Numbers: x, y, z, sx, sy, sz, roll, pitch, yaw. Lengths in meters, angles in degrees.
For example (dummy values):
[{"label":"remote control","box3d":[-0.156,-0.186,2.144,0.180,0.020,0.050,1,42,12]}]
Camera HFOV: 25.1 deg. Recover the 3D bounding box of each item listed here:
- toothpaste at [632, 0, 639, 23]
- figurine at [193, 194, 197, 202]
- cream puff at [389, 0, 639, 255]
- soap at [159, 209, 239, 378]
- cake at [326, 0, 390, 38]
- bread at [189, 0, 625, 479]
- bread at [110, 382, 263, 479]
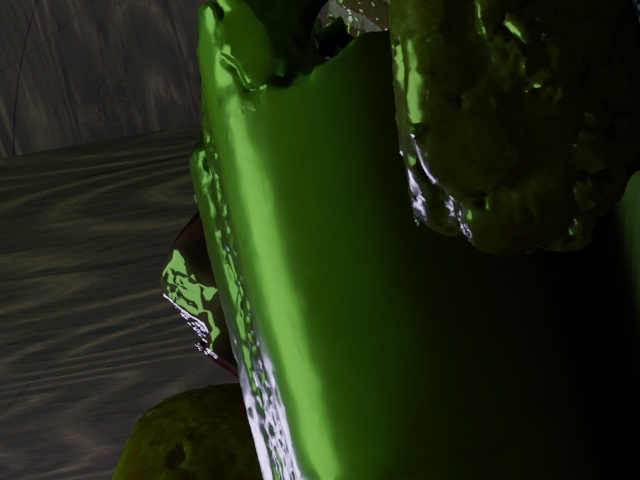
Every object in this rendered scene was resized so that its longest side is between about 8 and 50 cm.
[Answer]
[{"label":"toothpaste","box3d":[0.111,-0.072,0.428,0.067,0.042,0.195,154,101,-89]},{"label":"figurine","box3d":[0.045,-0.037,1.084,0.141,0.250,0.166,61,179,-4]},{"label":"cream puff","box3d":[0.081,-0.061,0.568,0.144,0.103,0.126,80,-166,-46]},{"label":"soap","box3d":[0.000,0.000,1.340,0.325,0.127,0.220,-52,-35,-21]},{"label":"cake","box3d":[0.071,-0.221,1.397,0.295,0.112,0.116,-111,8,-63]},{"label":"bread","box3d":[0.051,0.055,0.794,0.251,0.208,0.377,119,141,-80]},{"label":"bread","box3d":[0.015,0.258,1.185,0.361,0.394,0.250,-104,28,-68]}]
